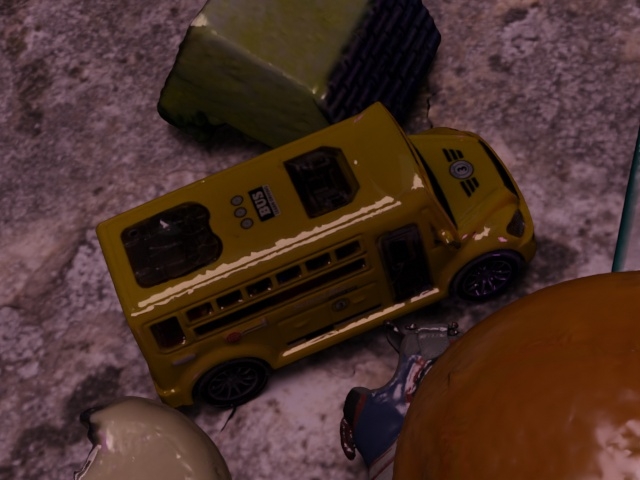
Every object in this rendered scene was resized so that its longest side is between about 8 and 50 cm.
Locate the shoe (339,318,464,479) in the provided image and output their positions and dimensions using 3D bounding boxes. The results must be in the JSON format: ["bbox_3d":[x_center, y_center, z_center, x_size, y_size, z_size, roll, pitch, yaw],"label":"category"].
[{"bbox_3d":[0.102,0.102,1.137,0.227,0.099,0.125,-40,59,-11],"label":"shoe"}]

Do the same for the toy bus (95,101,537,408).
[{"bbox_3d":[0.000,0.000,1.201,0.331,0.151,0.145,-23,51,-3],"label":"toy bus"}]

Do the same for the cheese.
[{"bbox_3d":[-0.104,0.226,1.115,0.249,0.071,0.163,31,68,30],"label":"cheese"}]

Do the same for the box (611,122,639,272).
[{"bbox_3d":[0.324,-0.053,1.169,0.153,0.092,0.245,7,68,24],"label":"box"}]

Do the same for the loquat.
[{"bbox_3d":[0.202,0.173,0.936,0.328,0.328,0.328,-6,54,9],"label":"loquat"}]

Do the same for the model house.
[{"bbox_3d":[-0.004,-0.158,1.346,0.211,0.170,0.194,30,56,-2],"label":"model house"}]
